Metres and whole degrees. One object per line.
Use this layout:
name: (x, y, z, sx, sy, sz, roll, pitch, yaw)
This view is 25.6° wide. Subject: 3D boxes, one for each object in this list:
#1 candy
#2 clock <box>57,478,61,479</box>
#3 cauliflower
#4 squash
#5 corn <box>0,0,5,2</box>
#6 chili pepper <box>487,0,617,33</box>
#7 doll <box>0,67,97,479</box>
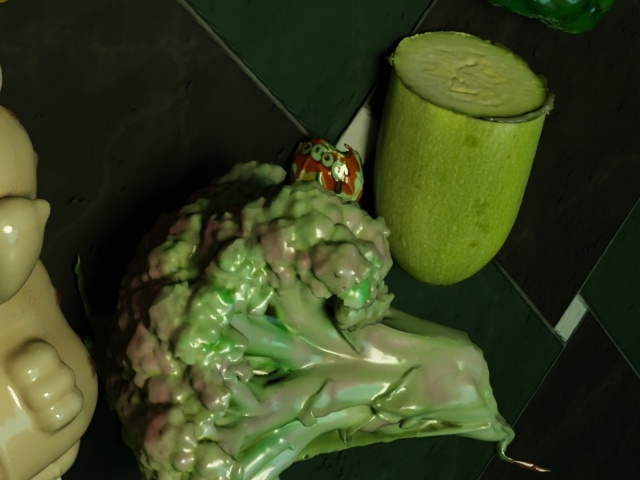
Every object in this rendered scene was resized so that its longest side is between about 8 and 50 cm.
candy: (0.000, 0.000, 1.013, 0.049, 0.055, 0.185, -32, 147, -30)
clock: (-0.253, 0.249, 0.806, 0.379, 0.120, 0.277, -23, 137, -41)
cauliflower: (0.001, 0.071, 0.857, 0.256, 0.315, 0.239, -106, -150, -75)
squash: (0.097, -0.048, 1.035, 0.123, 0.123, 0.187, -28, 138, -39)
corn: (-0.069, -0.234, 0.666, 0.344, 0.131, 0.131, -42, 143, -21)
chili pepper: (0.139, -0.213, 0.997, 0.253, 0.083, 0.099, 7, 118, -51)
doll: (-0.182, 0.010, 0.675, 0.119, 0.154, 0.278, -36, 140, -33)
